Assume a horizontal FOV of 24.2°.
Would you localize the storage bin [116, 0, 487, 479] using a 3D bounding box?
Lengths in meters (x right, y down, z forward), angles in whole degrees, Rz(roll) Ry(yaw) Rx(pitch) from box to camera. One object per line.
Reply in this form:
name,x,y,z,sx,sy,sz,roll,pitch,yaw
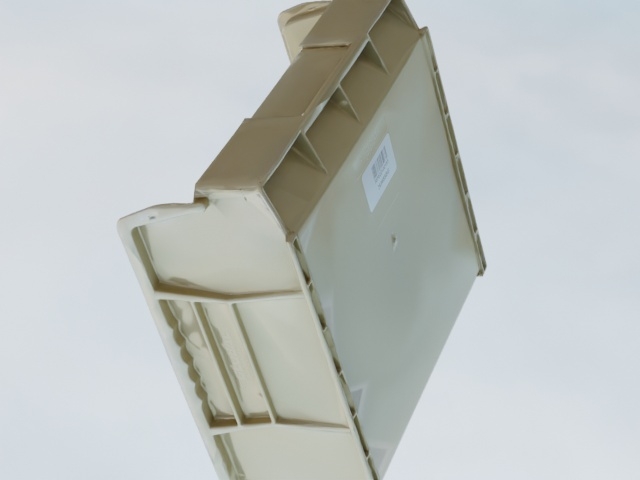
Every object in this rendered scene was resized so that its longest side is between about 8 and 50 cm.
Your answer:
storage bin,0.000,0.000,1.043,0.123,0.260,0.262,1,-143,27
